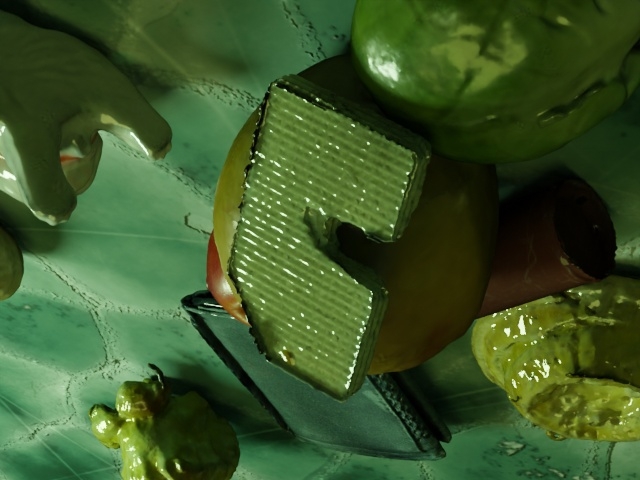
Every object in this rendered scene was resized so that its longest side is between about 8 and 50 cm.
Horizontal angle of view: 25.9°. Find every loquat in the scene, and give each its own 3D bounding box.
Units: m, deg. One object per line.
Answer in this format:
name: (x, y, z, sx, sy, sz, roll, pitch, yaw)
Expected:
loquat: (0.036, -0.021, 1.284, 0.276, 0.276, 0.284, 15, 140, 1)

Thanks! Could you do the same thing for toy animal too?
toy animal: (-0.353, -0.104, 1.352, 0.266, 0.308, 0.188, 55, 155, -14)

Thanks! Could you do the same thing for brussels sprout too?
brussels sprout: (0.141, -0.168, 1.093, 0.244, 0.244, 0.244, 10, 145, 7)

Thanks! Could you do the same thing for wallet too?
wallet: (0.000, 0.161, 1.717, 0.237, 0.075, 0.342, 0, 145, 31)

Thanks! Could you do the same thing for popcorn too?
popcorn: (-0.202, 0.267, 1.882, 0.195, 0.168, 0.173, 59, 152, 4)

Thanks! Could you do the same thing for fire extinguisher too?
fire extinguisher: (0.158, 0.043, 1.466, 0.147, 0.106, 0.337, 29, 145, -35)

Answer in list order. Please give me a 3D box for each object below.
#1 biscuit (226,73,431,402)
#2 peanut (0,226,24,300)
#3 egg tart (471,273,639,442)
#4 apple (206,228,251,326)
biscuit: (0.000, 0.000, 1.135, 0.147, 0.046, 0.250, 27, 120, 23)
peanut: (-0.435, -0.013, 1.606, 0.101, 0.117, 0.263, -21, 132, 12)
egg tart: (0.309, 0.148, 1.543, 0.290, 0.115, 0.290, 11, 147, 7)
apple: (-0.046, 0.028, 1.486, 0.163, 0.139, 0.163, 8, 145, 6)
